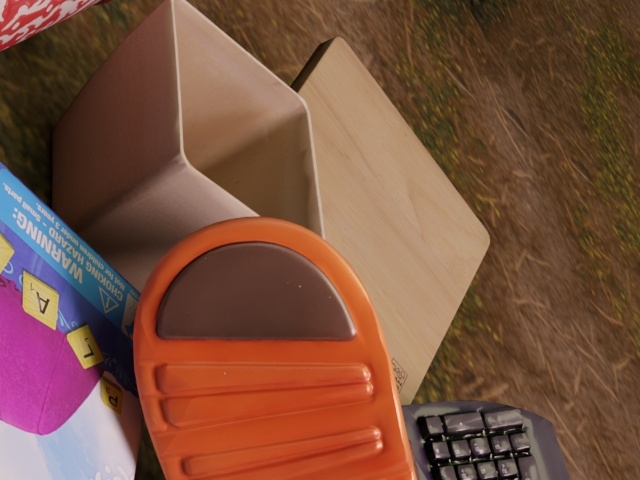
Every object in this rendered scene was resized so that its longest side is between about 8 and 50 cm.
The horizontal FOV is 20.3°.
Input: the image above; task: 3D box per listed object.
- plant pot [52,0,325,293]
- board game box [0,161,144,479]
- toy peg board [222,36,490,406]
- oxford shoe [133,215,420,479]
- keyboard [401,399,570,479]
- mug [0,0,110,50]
[{"bbox_3d":[-0.071,-0.032,0.864,0.109,0.096,0.109,37,34,-42],"label":"plant pot"},{"bbox_3d":[-0.193,0.048,0.589,0.318,0.066,0.318,46,29,-30],"label":"board game box"},{"bbox_3d":[0.000,0.000,1.014,0.161,0.079,0.160,51,43,-20],"label":"toy peg board"},{"bbox_3d":[0.010,0.168,0.757,0.133,0.130,0.363,-35,117,-88],"label":"oxford shoe"},{"bbox_3d":[0.069,0.230,0.841,0.202,0.033,0.317,-5,68,-26],"label":"keyboard"},{"bbox_3d":[-0.145,-0.151,0.799,0.113,0.150,0.169,36,31,3],"label":"mug"}]
